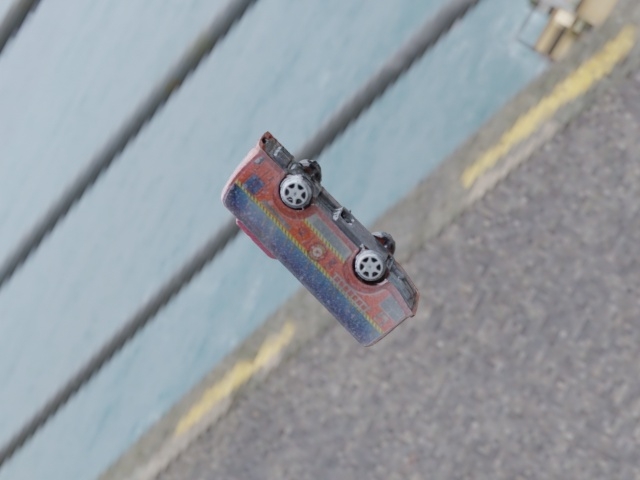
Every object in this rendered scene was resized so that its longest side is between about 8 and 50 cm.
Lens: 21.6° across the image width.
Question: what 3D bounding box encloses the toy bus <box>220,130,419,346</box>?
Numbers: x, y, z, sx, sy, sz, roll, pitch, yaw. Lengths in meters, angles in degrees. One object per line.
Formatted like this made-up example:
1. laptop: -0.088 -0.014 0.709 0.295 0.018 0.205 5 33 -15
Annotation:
1. toy bus: 0.000 0.000 1.388 0.077 0.192 0.065 -43 7 17
